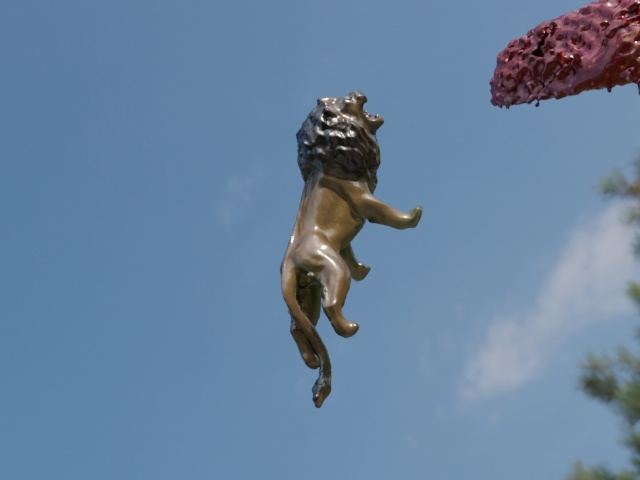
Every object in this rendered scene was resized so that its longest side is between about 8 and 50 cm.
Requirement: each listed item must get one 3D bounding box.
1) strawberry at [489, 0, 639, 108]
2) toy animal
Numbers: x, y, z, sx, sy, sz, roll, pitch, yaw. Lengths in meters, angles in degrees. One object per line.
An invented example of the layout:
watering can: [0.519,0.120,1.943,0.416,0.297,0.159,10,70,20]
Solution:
strawberry: [0.312,-0.217,1.431,0.188,0.286,0.106,-35,-65,-59]
toy animal: [0.015,0.008,0.862,0.086,0.219,0.069,18,-30,-23]
